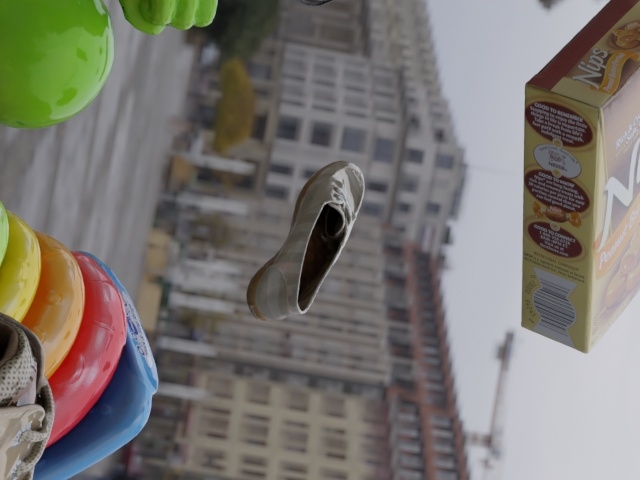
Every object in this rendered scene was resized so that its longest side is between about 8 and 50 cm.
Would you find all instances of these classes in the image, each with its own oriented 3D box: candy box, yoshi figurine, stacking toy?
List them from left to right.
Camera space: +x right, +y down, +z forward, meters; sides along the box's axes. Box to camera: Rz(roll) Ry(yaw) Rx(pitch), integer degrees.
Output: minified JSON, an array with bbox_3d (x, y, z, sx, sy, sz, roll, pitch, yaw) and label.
[{"bbox_3d":[-0.234,0.013,0.950,0.302,0.165,0.175,59,3,-45],"label":"stacking toy"},{"bbox_3d":[-0.140,-0.199,1.072,0.362,0.203,0.203,-40,171,-34],"label":"yoshi figurine"},{"bbox_3d":[0.282,-0.063,1.634,0.183,0.087,0.316,-44,145,-36],"label":"candy box"}]

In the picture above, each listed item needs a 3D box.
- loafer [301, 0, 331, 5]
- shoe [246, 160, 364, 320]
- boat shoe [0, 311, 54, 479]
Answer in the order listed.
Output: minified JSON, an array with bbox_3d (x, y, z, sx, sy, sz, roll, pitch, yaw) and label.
[{"bbox_3d":[0.038,-0.215,1.203,0.170,0.062,0.061,-35,-124,44],"label":"loafer"},{"bbox_3d":[0.000,0.000,1.688,0.076,0.058,0.219,54,50,-30],"label":"shoe"},{"bbox_3d":[-0.166,0.082,0.673,0.123,0.116,0.324,-117,-174,-51],"label":"boat shoe"}]
